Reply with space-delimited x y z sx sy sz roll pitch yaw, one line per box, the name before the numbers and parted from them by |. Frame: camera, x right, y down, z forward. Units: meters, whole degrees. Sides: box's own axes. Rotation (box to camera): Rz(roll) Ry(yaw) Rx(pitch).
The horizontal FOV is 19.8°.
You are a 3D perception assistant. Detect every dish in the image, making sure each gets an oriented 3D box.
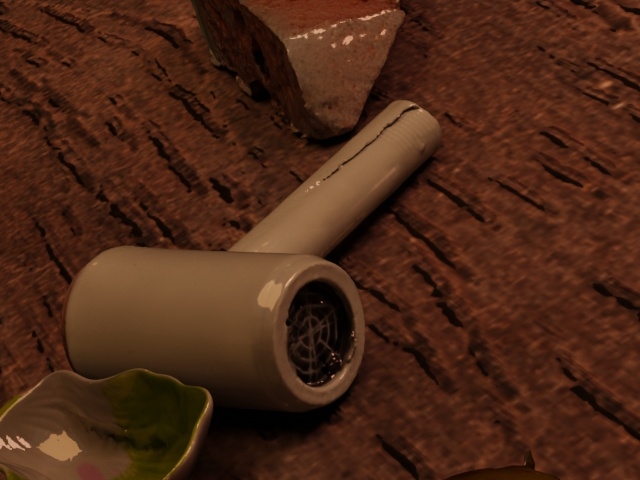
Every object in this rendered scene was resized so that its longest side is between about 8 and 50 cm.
dish | -0.096 0.099 0.796 0.091 0.039 0.137 -48 33 -21

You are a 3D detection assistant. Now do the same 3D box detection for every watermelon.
watermelon | -0.003 -0.138 1.100 0.154 0.094 0.241 -16 28 1

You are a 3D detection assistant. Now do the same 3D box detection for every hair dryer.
hair dryer | 0.000 0.000 0.877 0.131 0.073 0.236 0 28 40

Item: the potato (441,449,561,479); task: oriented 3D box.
potato | 0.021 0.150 0.517 0.149 0.113 0.251 -11 32 36
